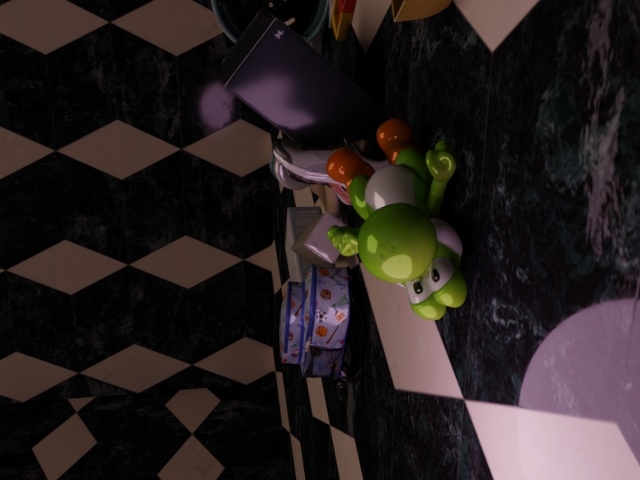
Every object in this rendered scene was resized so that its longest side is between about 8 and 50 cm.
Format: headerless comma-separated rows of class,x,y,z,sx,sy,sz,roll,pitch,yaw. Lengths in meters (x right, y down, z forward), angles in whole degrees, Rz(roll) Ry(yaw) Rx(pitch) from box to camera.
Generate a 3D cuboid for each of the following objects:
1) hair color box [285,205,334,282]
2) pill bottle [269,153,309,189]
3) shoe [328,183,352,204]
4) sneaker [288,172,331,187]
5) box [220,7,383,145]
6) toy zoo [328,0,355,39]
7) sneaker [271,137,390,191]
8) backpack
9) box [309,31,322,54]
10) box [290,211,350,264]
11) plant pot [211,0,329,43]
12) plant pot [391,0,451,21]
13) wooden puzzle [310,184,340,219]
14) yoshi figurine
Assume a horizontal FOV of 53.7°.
hair color box,-0.036,0.077,2.014,0.374,0.113,0.185,-102,14,-47
pill bottle,-0.100,-0.264,2.206,0.264,0.146,0.146,-128,37,-74
shoe,0.037,-0.162,1.511,0.178,0.063,0.081,49,165,-4
sneaker,0.002,-0.177,1.589,0.072,0.178,0.077,5,88,59
box,-0.055,-0.341,1.399,0.183,0.296,0.294,-50,22,11
toy zoo,0.056,-0.641,1.569,0.293,0.030,0.192,105,160,-60
sneaker,0.033,-0.162,1.252,0.100,0.271,0.108,-44,-30,-62
backpack,-0.001,0.194,1.630,0.276,0.213,0.263,-103,25,-59
box,-0.025,-0.565,2.026,0.145,0.038,0.186,-135,43,-75
box,0.000,0.000,1.734,0.113,0.094,0.275,-55,7,-7
plant pot,-0.145,-0.749,1.925,0.334,0.341,0.341,-97,8,-69
plant pot,0.153,-0.376,0.924,0.081,0.083,0.082,126,140,-74
wooden puzzle,0.011,-0.191,1.771,0.239,0.044,0.221,-121,21,-60
yoshi figurine,0.111,-0.051,0.953,0.362,0.203,0.204,-107,24,-46
